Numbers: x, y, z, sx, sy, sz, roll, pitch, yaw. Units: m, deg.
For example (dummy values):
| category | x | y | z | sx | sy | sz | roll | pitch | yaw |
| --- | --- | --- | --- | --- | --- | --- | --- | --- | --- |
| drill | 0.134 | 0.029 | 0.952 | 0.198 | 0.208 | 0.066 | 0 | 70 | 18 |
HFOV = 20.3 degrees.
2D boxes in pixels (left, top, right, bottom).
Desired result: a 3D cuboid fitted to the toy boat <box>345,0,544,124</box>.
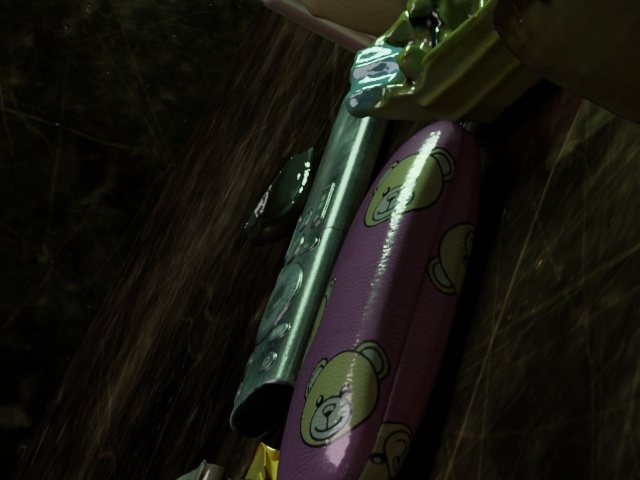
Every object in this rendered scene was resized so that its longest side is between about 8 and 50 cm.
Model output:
| category | x | y | z | sx | sy | sz | roll | pitch | yaw |
| --- | --- | --- | --- | --- | --- | --- | --- | --- | --- |
| toy boat | 0.129 | -0.161 | 1.208 | 0.276 | 0.084 | 0.111 | -40 | 23 | 42 |

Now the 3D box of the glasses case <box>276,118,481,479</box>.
| category | x | y | z | sx | sy | sz | roll | pitch | yaw |
| --- | --- | --- | --- | --- | --- | --- | --- | --- | --- |
| glasses case | 0.040 | 0.053 | 1.166 | 0.123 | 0.076 | 0.316 | -51 | 16 | 50 |

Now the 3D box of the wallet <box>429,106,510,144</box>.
| category | x | y | z | sx | sy | sz | roll | pitch | yaw |
| --- | --- | --- | --- | --- | --- | --- | --- | --- | --- |
| wallet | 0.119 | -0.106 | 1.340 | 0.082 | 0.018 | 0.157 | -63 | 11 | -6 |

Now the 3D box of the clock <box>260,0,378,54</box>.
| category | x | y | z | sx | sy | sz | roll | pitch | yaw |
| --- | --- | --- | --- | --- | --- | --- | --- | --- | --- |
| clock | 0.042 | -0.304 | 1.839 | 0.197 | 0.150 | 0.063 | -64 | 12 | -5 |

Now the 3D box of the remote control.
| category | x | y | z | sx | sy | sz | roll | pitch | yaw |
| --- | --- | --- | --- | --- | --- | --- | --- | --- | --- |
| remote control | 0.000 | 0.000 | 1.597 | 0.107 | 0.044 | 0.377 | 124 | 168 | -53 |

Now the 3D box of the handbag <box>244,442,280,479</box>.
| category | x | y | z | sx | sy | sz | roll | pitch | yaw |
| --- | --- | --- | --- | --- | --- | --- | --- | --- | --- |
| handbag | -0.050 | 0.203 | 1.382 | 0.083 | 0.027 | 0.061 | -64 | 10 | 10 |

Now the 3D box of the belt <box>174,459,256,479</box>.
| category | x | y | z | sx | sy | sz | roll | pitch | yaw |
| --- | --- | --- | --- | --- | --- | --- | --- | --- | --- |
| belt | -0.048 | 0.214 | 1.026 | 0.126 | 0.140 | 0.230 | -66 | 13 | -20 |

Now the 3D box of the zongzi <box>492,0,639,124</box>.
| category | x | y | z | sx | sy | sz | roll | pitch | yaw |
| --- | --- | --- | --- | --- | --- | --- | --- | --- | --- |
| zongzi | 0.221 | -0.260 | 0.793 | 0.356 | 0.174 | 0.393 | 123 | 169 | -49 |

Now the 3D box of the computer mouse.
| category | x | y | z | sx | sy | sz | roll | pitch | yaw |
| --- | --- | --- | --- | --- | --- | --- | --- | --- | --- |
| computer mouse | -0.033 | -0.040 | 1.850 | 0.135 | 0.047 | 0.079 | -57 | -2 | -38 |

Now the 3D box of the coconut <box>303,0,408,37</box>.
| category | x | y | z | sx | sy | sz | roll | pitch | yaw |
| --- | --- | --- | --- | --- | --- | --- | --- | --- | --- |
| coconut | 0.077 | -0.253 | 1.429 | 0.224 | 0.224 | 0.224 | -60 | 11 | 19 |
